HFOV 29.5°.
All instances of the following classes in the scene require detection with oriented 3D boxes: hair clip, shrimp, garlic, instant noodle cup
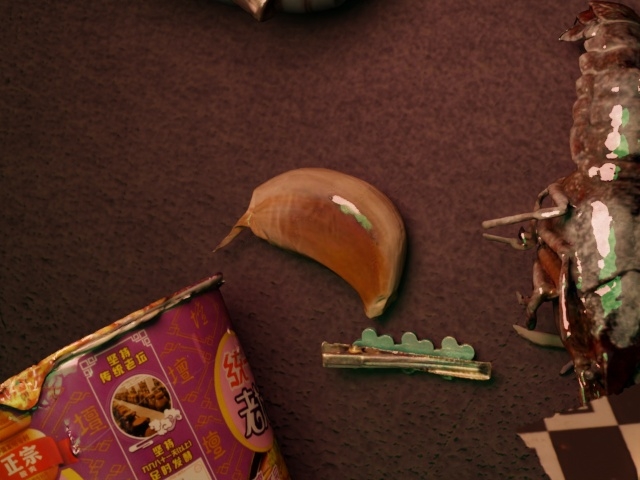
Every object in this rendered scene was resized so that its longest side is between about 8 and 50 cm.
[{"bbox_3d":[0.085,0.113,1.213,0.173,0.049,0.049,5,89,10],"label":"hair clip"},{"bbox_3d":[0.255,-0.019,1.120,0.221,0.166,0.410,6,94,-12],"label":"shrimp"},{"bbox_3d":[-0.006,-0.011,1.224,0.198,0.090,0.128,20,105,11],"label":"garlic"},{"bbox_3d":[-0.180,0.221,1.148,0.340,0.340,0.266,-28,89,12],"label":"instant noodle cup"}]

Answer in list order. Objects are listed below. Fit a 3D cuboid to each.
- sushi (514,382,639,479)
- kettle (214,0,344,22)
[{"bbox_3d":[0.377,0.240,0.994,0.339,0.068,0.320,-15,46,-20],"label":"sushi"},{"bbox_3d":[-0.071,-0.378,1.199,0.342,0.247,0.319,29,69,7],"label":"kettle"}]
